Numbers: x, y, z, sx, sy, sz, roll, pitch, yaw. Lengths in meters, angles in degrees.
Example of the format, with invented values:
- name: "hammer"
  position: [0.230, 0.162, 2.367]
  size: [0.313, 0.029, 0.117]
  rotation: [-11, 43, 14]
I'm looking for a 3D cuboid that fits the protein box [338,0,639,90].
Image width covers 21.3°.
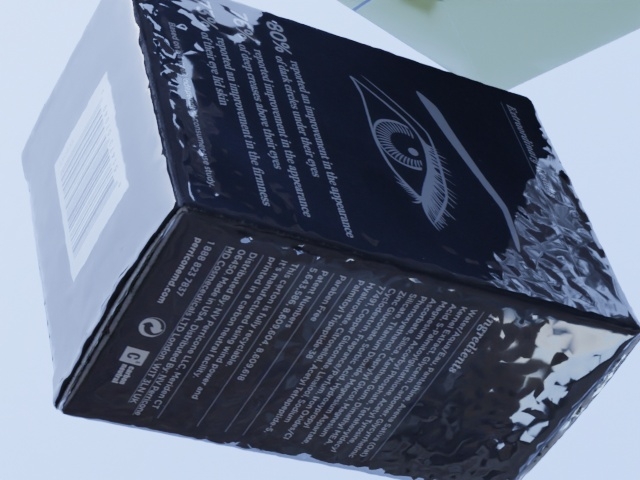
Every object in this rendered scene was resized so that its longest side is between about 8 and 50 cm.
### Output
- name: "protein box"
  position: [0.111, -0.205, 0.813]
  size: [0.136, 0.200, 0.201]
  rotation: [31, -108, -15]

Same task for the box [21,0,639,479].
- name: "box"
  position: [0.000, 0.000, 0.681]
  size: [0.207, 0.153, 0.108]
  rotation: [16, -55, -27]
